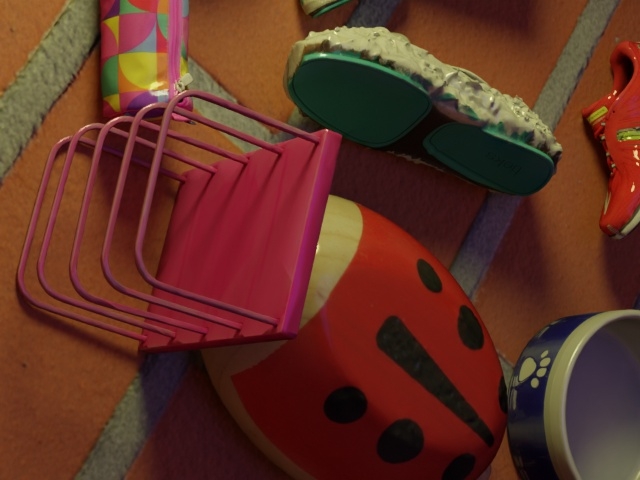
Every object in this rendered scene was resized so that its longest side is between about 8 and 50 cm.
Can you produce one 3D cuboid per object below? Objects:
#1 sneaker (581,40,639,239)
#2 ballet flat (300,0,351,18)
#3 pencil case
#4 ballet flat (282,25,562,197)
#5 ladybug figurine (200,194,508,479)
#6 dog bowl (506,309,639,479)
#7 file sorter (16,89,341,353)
[{"bbox_3d":[0.391,-0.133,2.124,0.118,0.107,0.279,21,69,-13],"label":"sneaker"},{"bbox_3d":[0.043,-0.307,1.900,0.168,0.057,0.052,-24,89,-36],"label":"ballet flat"},{"bbox_3d":[-0.179,-0.234,1.702,0.104,0.104,0.236,-1,84,-36],"label":"pencil case"},{"bbox_3d":[0.112,-0.167,1.908,0.409,0.147,0.147,23,72,-35],"label":"ballet flat"},{"bbox_3d":[0.058,0.129,1.786,0.449,0.162,0.305,42,67,-26],"label":"ladybug figurine"},{"bbox_3d":[0.362,0.220,2.040,0.265,0.104,0.265,4,83,-35],"label":"dog bowl"},{"bbox_3d":[-0.150,-0.017,1.583,0.182,0.290,0.202,21,73,-29],"label":"file sorter"}]
